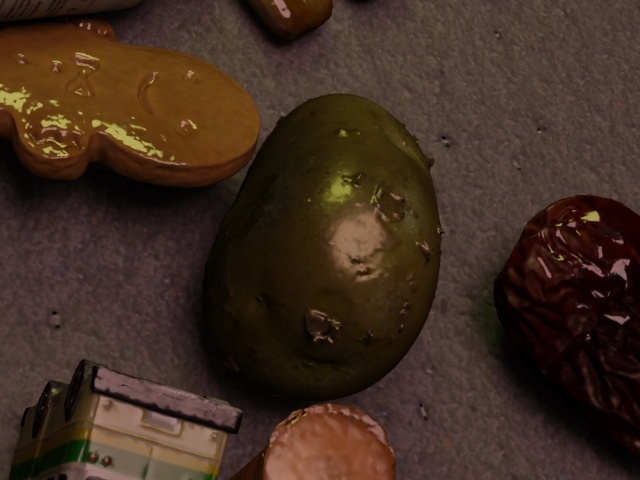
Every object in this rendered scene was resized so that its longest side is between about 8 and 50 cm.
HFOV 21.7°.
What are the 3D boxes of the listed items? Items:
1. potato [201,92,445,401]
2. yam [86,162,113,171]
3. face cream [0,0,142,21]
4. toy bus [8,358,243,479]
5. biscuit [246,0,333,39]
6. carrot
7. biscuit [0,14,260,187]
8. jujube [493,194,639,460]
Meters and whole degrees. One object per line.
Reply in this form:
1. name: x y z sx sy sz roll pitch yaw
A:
1. potato: 0.014 -0.011 1.773 0.219 0.269 0.359 38 48 -29
2. yam: -0.184 -0.104 1.841 0.169 0.068 0.068 1 66 -22
3. face cream: -0.249 -0.326 1.856 0.369 0.145 0.145 -15 73 -43
4. toy bus: -0.197 0.224 1.537 0.143 0.305 0.179 18 72 -18
5. biscuit: -0.046 -0.396 2.050 0.237 0.062 0.291 -35 85 -35
6. carrot: -0.020 0.287 1.621 0.195 0.254 0.196 10 60 -18
7. biscuit: -0.237 -0.155 1.781 0.354 0.052 0.275 15 39 -6
8. jujube: 0.350 0.110 1.932 0.342 0.216 0.216 50 55 -4
